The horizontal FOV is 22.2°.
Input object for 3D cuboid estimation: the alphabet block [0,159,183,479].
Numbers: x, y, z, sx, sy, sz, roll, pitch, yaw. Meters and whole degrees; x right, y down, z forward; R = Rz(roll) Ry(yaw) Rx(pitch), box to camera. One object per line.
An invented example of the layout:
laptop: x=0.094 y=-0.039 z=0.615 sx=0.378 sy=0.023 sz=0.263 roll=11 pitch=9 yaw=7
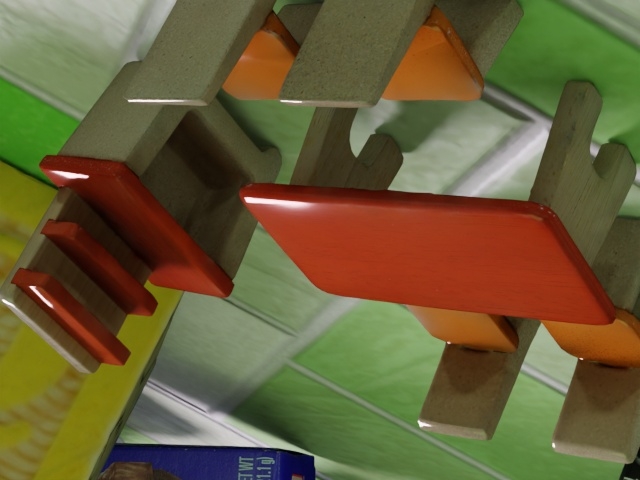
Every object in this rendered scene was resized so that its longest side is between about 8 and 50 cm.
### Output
alphabet block: x=-0.210 y=0.078 z=0.995 sx=0.193 sy=0.192 sz=0.197 roll=25 pitch=155 yaw=-3

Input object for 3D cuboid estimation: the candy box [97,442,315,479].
candy box: x=-0.172 y=0.274 z=1.131 sx=0.317 sy=0.268 sz=0.122 roll=-1 pitch=169 yaw=12

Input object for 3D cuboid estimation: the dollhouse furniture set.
dollhouse furniture set: x=0.000 y=0.000 z=0.701 sx=0.259 sy=0.135 sz=0.262 roll=5 pitch=148 yaw=38

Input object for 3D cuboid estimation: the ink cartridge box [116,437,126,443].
ink cartridge box: x=-0.271 y=0.183 z=1.282 sx=0.224 sy=0.056 sz=0.181 roll=-33 pitch=114 yaw=27

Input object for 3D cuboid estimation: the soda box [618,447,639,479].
soda box: x=0.194 y=0.160 z=0.923 sx=0.053 sy=0.060 sz=0.169 roll=17 pitch=154 yaw=17
